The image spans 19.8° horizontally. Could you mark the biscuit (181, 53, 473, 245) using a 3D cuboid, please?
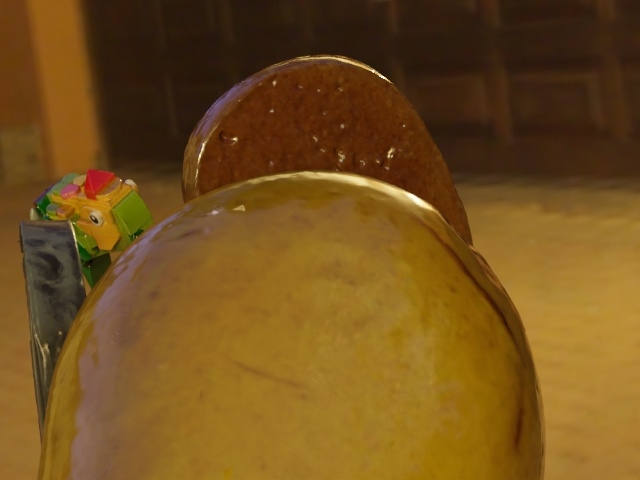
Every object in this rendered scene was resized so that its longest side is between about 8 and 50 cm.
[{"bbox_3d":[-0.005,-0.001,1.988,0.350,0.394,0.070,-27,20,-20],"label":"biscuit"}]

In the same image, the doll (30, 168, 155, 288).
[{"bbox_3d":[-0.268,-0.021,2.194,0.106,0.134,0.186,-44,10,-32],"label":"doll"}]

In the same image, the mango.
[{"bbox_3d":[-0.030,0.149,1.017,0.220,0.301,0.445,-37,15,45],"label":"mango"}]

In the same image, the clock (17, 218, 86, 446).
[{"bbox_3d":[-0.220,0.092,1.540,0.049,0.226,0.226,-7,8,-10],"label":"clock"}]
